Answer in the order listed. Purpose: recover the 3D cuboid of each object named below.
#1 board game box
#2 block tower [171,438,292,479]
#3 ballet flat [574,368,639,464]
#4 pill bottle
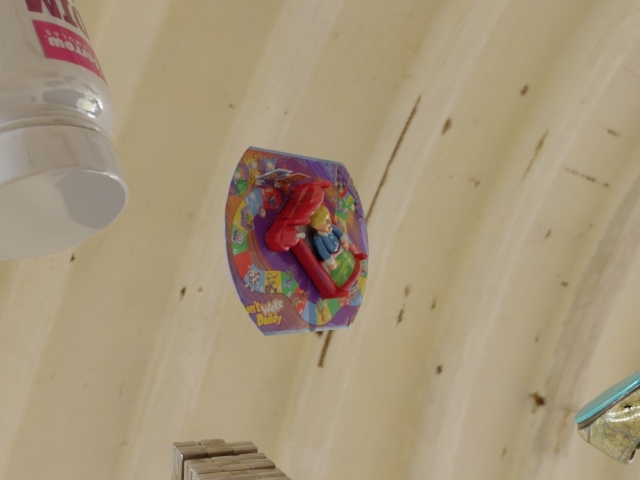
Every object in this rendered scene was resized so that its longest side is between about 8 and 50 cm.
[{"bbox_3d":[0.000,0.000,0.602,0.169,0.033,0.133,3,-99,-52],"label":"board game box"},{"bbox_3d":[-0.069,0.275,0.782,0.091,0.335,0.097,0,-86,-21],"label":"block tower"},{"bbox_3d":[0.481,0.192,1.090,0.123,0.348,0.123,16,-136,-17],"label":"ballet flat"},{"bbox_3d":[-0.263,-0.137,0.666,0.160,0.160,0.283,-10,-114,-36],"label":"pill bottle"}]
